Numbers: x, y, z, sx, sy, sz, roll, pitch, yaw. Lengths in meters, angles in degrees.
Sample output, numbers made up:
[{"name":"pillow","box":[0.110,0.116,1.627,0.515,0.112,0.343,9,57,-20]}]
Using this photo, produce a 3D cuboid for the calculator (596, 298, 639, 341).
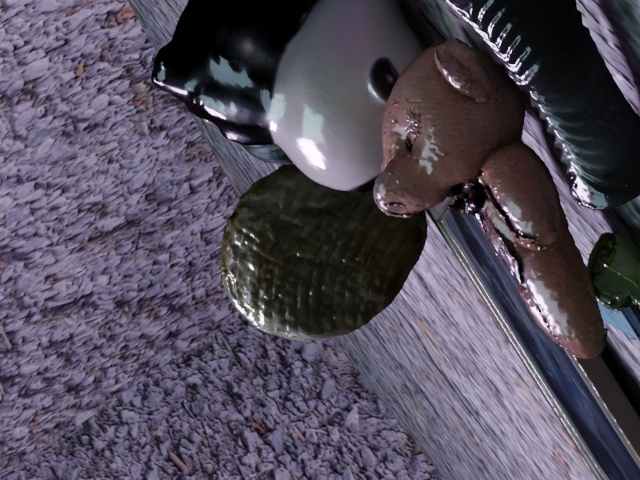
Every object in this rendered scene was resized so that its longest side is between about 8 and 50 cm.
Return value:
[{"name":"calculator","box":[0.269,0.058,1.733,0.057,0.018,0.172,59,173,-14]}]

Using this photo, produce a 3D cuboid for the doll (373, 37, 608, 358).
[{"name":"doll","box":[0.137,-0.022,1.556,0.201,0.156,0.303,130,116,-83]}]

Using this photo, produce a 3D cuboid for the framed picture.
[{"name":"framed picture","box":[0.257,0.123,2.007,0.446,0.028,0.326,58,174,6]}]

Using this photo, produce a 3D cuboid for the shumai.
[{"name":"shumai","box":[0.000,0.000,2.241,0.203,0.272,0.222,-146,42,-78]}]

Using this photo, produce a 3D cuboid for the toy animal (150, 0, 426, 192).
[{"name":"toy animal","box":[-0.003,-0.174,1.794,0.266,0.212,0.212,25,164,16]}]

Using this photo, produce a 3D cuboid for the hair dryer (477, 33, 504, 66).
[{"name":"hair dryer","box":[0.136,-0.188,1.449,0.183,0.044,0.155,53,176,-16]}]

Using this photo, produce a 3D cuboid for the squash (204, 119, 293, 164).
[{"name":"squash","box":[-0.057,-0.193,2.202,0.218,0.172,0.218,33,-172,-5]}]

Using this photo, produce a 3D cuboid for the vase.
[{"name":"vase","box":[0.161,-0.133,1.258,0.237,0.115,0.115,53,176,-28]}]

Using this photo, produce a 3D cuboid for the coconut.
[{"name":"coconut","box":[0.268,0.050,1.516,0.133,0.055,0.158,75,175,-46]}]
